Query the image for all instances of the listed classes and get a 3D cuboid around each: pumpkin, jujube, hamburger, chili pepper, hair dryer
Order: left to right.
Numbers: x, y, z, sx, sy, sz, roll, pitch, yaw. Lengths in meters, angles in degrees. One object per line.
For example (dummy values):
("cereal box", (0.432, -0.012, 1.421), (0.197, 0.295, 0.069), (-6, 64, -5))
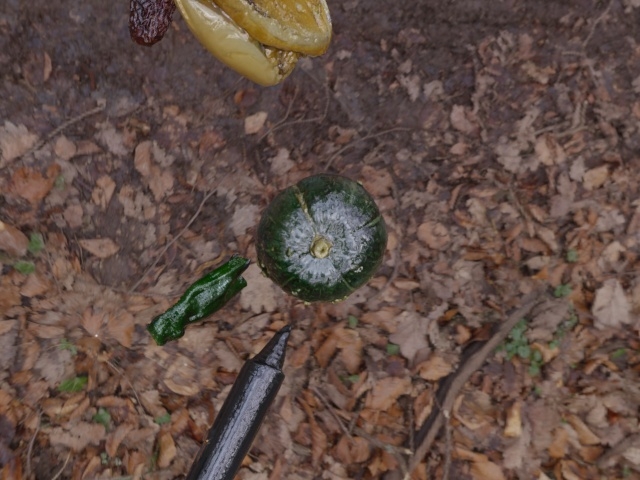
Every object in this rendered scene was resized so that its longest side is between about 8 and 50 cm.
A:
("jujube", (-0.348, -0.488, 1.407), (0.104, 0.104, 0.166), (5, 85, -18))
("chili pepper", (-0.211, 0.107, 1.217), (0.224, 0.098, 0.061), (-35, 60, -20))
("hair dryer", (-0.135, 0.247, 0.782), (0.189, 0.107, 0.352), (30, 76, -16))
("hamburger", (-0.128, -0.413, 1.087), (0.284, 0.174, 0.304), (29, 33, -45))
("pumpkin", (0.001, -0.001, 0.958), (0.190, 0.190, 0.146), (44, 28, -8))
